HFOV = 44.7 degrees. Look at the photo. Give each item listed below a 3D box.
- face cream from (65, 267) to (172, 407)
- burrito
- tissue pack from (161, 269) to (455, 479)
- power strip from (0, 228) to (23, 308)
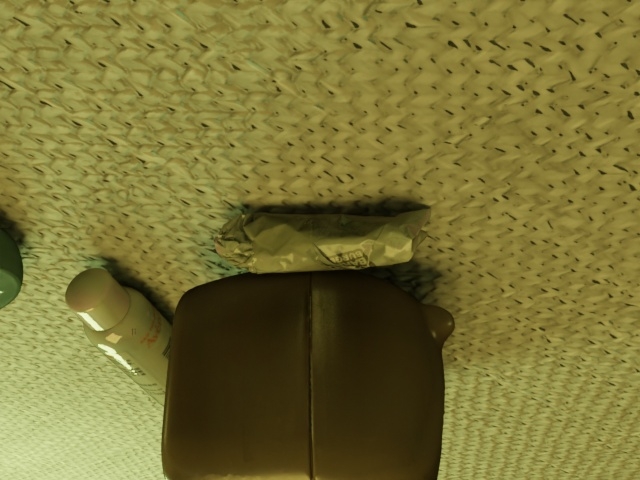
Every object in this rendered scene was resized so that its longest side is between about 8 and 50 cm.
[{"bbox_3d":[-0.213,0.123,0.932,0.082,0.082,0.269,-3,146,16],"label":"face cream"},{"bbox_3d":[0.000,0.001,0.721,0.203,0.064,0.064,-2,146,13],"label":"burrito"},{"bbox_3d":[0.003,0.205,0.839,0.277,0.267,0.387,-1,146,6],"label":"tissue pack"},{"bbox_3d":[-0.410,0.047,0.828,0.167,0.054,0.253,2,154,-38],"label":"power strip"}]
